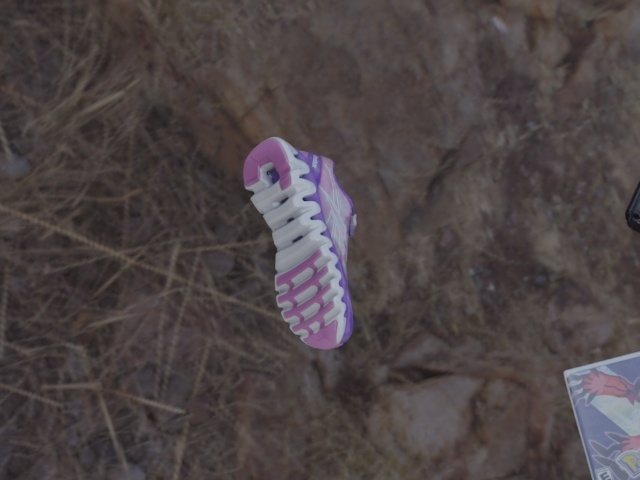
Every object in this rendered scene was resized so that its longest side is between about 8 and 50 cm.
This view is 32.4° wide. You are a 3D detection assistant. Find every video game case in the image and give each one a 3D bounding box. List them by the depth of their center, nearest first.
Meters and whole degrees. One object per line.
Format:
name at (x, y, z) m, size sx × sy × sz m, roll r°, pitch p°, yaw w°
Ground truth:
video game case at (0.421, 0.220, 1.362) m, size 0.023 × 0.201 × 0.183 m, roll 56°, pitch 21°, yaw -54°

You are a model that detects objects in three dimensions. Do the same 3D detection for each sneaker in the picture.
sneaker at (0.000, 0.000, 1.200) m, size 0.104 × 0.095 × 0.236 m, roll -3°, pitch 73°, yaw -47°

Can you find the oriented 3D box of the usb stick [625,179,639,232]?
usb stick at (0.553, -0.130, 1.706) m, size 0.077 × 0.045 × 0.278 m, roll 25°, pitch 71°, yaw 13°
